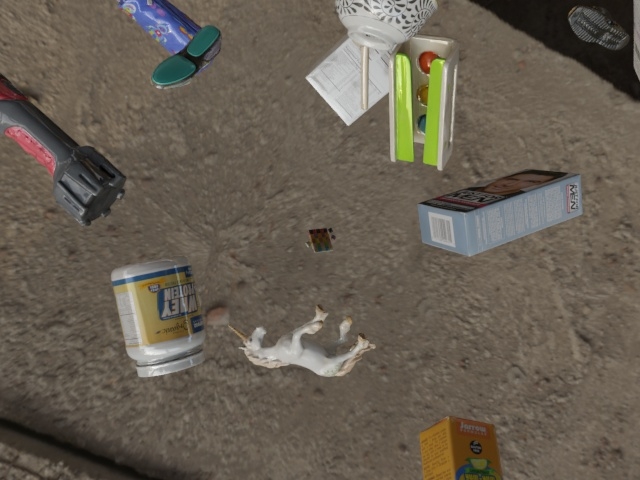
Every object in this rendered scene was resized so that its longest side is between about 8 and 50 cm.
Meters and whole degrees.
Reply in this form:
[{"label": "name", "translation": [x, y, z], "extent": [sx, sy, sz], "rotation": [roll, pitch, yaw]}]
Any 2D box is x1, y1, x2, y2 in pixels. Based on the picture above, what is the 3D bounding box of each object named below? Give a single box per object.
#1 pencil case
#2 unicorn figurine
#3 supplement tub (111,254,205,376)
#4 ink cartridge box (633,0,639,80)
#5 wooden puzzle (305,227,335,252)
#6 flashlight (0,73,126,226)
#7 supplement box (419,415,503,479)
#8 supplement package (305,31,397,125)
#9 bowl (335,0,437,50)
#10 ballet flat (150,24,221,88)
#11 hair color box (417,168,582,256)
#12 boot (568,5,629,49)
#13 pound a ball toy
[{"label": "pencil case", "translation": [-0.431, -0.619, 1.735], "extent": [0.306, 0.133, 0.119], "rotation": [39, 69, -24]}, {"label": "unicorn figurine", "translation": [-0.019, 0.126, 0.725], "extent": [0.162, 0.060, 0.111], "rotation": [34, 115, -16]}, {"label": "supplement tub", "translation": [-0.291, 0.134, 1.098], "extent": [0.145, 0.144, 0.199], "rotation": [-12, 90, -10]}, {"label": "ink cartridge box", "translation": [0.673, -0.363, 1.121], "extent": [0.117, 0.278, 0.201], "rotation": [-16, 59, 20]}, {"label": "wooden puzzle", "translation": [0.000, 0.000, 1.232], "extent": [0.083, 0.006, 0.049], "rotation": [-6, 75, -40]}, {"label": "flashlight", "translation": [-0.431, -0.142, 0.894], "extent": [0.304, 0.103, 0.103], "rotation": [42, 54, 10]}, {"label": "supplement box", "translation": [0.182, 0.343, 0.744], "extent": [0.078, 0.080, 0.233], "rotation": [14, 49, -17]}, {"label": "supplement package", "translation": [0.125, -0.525, 1.815], "extent": [0.263, 0.199, 0.198], "rotation": [-38, 108, 22]}, {"label": "bowl", "translation": [0.089, -0.348, 0.937], "extent": [0.170, 0.170, 0.080], "rotation": [17, 94, -9]}, {"label": "ballet flat", "translation": [-0.155, -0.207, 0.713], "extent": [0.041, 0.041, 0.114], "rotation": [40, 64, -7]}, {"label": "hair color box", "translation": [0.455, -0.080, 1.519], "extent": [0.375, 0.185, 0.113], "rotation": [-17, 108, -24]}, {"label": "boot", "translation": [0.719, -0.593, 1.605], "extent": [0.198, 0.077, 0.137], "rotation": [19, 46, -28]}, {"label": "pound a ball toy", "translation": [0.192, -0.328, 1.314], "extent": [0.208, 0.319, 0.135], "rotation": [14, 48, 21]}]
